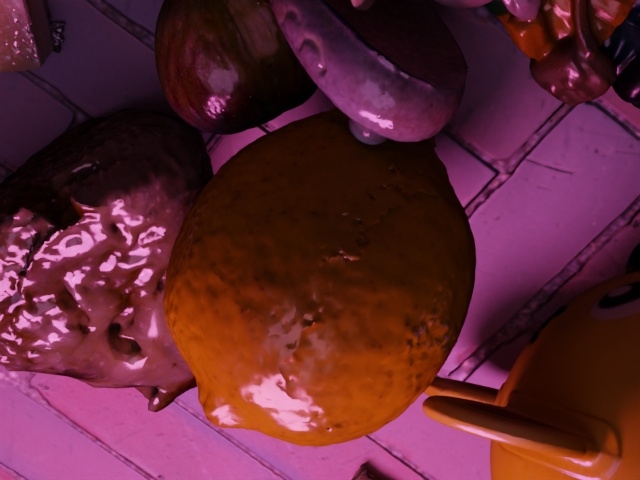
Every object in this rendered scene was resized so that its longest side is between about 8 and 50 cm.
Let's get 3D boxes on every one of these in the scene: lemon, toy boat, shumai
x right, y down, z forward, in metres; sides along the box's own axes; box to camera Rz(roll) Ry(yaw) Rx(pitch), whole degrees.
[{"bbox_3d":[0.005,0.029,1.396,0.253,0.253,0.310,33,83,-7],"label":"lemon"},{"bbox_3d":[0.030,-0.158,1.346,0.155,0.227,0.085,11,127,-39],"label":"toy boat"},{"bbox_3d":[-0.199,0.055,1.553,0.346,0.217,0.283,-26,111,24],"label":"shumai"}]

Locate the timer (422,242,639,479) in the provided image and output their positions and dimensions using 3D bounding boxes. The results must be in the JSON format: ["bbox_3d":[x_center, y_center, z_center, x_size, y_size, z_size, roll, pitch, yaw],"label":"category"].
[{"bbox_3d":[0.272,0.171,1.422,0.387,0.376,0.376,16,124,4],"label":"timer"}]

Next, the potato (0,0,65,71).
[{"bbox_3d":[-0.286,-0.212,1.505,0.086,0.061,0.122,-5,120,15],"label":"potato"}]

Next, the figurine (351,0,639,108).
[{"bbox_3d":[0.150,-0.239,1.328,0.332,0.204,0.185,21,118,-32],"label":"figurine"}]

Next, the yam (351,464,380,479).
[{"bbox_3d":[0.091,0.277,1.726,0.129,0.027,0.033,32,125,-6],"label":"yam"}]

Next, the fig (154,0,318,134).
[{"bbox_3d":[-0.086,-0.215,1.416,0.149,0.149,0.245,-12,105,22],"label":"fig"}]
